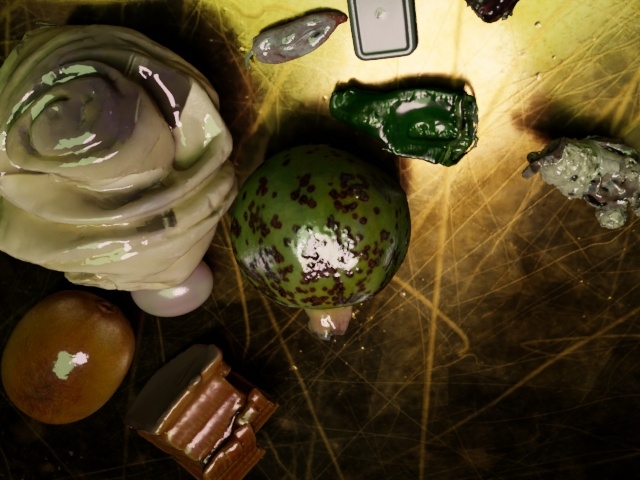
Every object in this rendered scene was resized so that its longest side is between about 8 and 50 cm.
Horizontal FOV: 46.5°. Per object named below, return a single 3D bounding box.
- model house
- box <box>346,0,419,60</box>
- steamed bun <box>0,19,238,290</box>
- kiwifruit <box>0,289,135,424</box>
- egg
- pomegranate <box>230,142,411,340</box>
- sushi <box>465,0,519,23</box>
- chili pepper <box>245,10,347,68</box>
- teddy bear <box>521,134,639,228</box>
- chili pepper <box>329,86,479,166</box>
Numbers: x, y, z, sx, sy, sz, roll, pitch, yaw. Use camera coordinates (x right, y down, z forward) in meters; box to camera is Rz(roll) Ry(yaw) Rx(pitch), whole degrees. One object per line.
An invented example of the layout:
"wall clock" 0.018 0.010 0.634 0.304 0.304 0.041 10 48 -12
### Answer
"model house" -0.187 0.314 1.287 0.229 0.220 0.199 46 74 -22
"box" 0.080 -0.299 0.974 0.091 0.031 0.126 -3 120 11
"steamed bun" -0.278 -0.120 0.942 0.347 0.237 0.394 -34 89 -21
"kiwifruit" -0.411 0.187 1.230 0.196 0.196 0.234 40 110 -14
"egg" -0.236 0.069 1.184 0.135 0.103 0.103 -10 117 10
"pomegranate" 0.000 0.000 1.032 0.254 0.254 0.270 0 102 8
"sushi" 0.209 -0.322 0.918 0.094 0.098 0.084 45 113 5
"chili pepper" -0.037 -0.270 1.003 0.153 0.041 0.050 -14 158 16
"teddy bear" 0.366 -0.100 0.995 0.213 0.111 0.133 24 160 -25
"chili pepper" 0.118 -0.172 1.025 0.216 0.062 0.108 14 114 1
